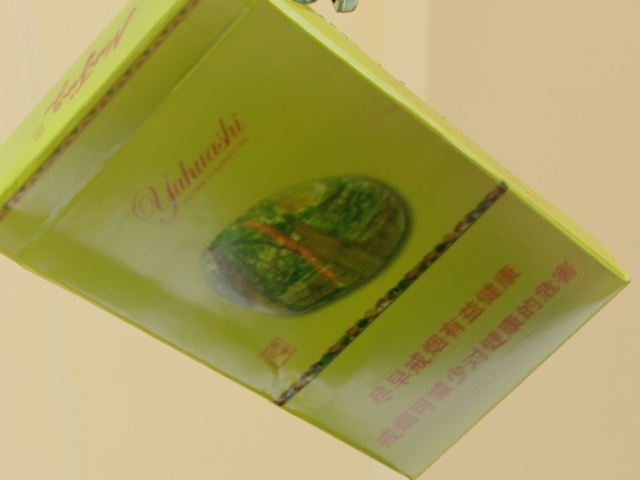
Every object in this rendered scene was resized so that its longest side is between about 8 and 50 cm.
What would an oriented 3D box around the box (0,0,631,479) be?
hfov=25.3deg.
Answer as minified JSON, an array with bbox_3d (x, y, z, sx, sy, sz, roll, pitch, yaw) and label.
[{"bbox_3d":[0.000,0.000,0.761,0.187,0.047,0.335,-45,-53,16],"label":"box"}]

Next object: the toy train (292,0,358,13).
[{"bbox_3d":[0.011,-0.110,0.441,0.053,0.033,0.083,-10,-40,-21],"label":"toy train"}]
